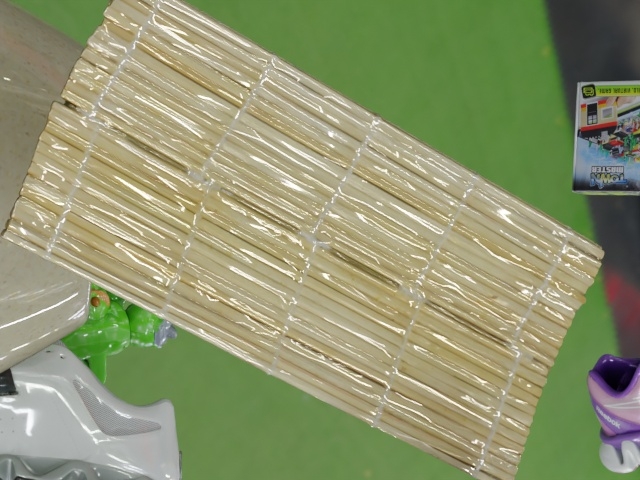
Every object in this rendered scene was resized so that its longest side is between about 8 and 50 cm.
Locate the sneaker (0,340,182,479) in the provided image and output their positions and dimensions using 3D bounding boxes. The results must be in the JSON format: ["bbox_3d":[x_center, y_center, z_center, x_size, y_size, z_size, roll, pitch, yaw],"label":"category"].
[{"bbox_3d":[-0.264,0.134,1.356,0.122,0.331,0.146,-43,-148,47],"label":"sneaker"}]

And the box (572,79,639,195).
[{"bbox_3d":[0.351,-0.100,1.690,0.036,0.207,0.114,8,84,-59],"label":"box"}]

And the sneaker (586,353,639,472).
[{"bbox_3d":[0.318,0.117,1.440,0.236,0.104,0.095,-21,-170,37],"label":"sneaker"}]

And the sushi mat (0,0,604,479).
[{"bbox_3d":[0.000,0.000,0.904,0.151,0.317,0.019,-64,-161,-9],"label":"sushi mat"}]

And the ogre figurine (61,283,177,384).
[{"bbox_3d":[-0.202,0.058,1.491,0.197,0.118,0.096,9,120,-29],"label":"ogre figurine"}]

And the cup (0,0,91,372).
[{"bbox_3d":[-0.255,-0.032,1.018,0.237,0.331,0.331,1,134,-10],"label":"cup"}]
